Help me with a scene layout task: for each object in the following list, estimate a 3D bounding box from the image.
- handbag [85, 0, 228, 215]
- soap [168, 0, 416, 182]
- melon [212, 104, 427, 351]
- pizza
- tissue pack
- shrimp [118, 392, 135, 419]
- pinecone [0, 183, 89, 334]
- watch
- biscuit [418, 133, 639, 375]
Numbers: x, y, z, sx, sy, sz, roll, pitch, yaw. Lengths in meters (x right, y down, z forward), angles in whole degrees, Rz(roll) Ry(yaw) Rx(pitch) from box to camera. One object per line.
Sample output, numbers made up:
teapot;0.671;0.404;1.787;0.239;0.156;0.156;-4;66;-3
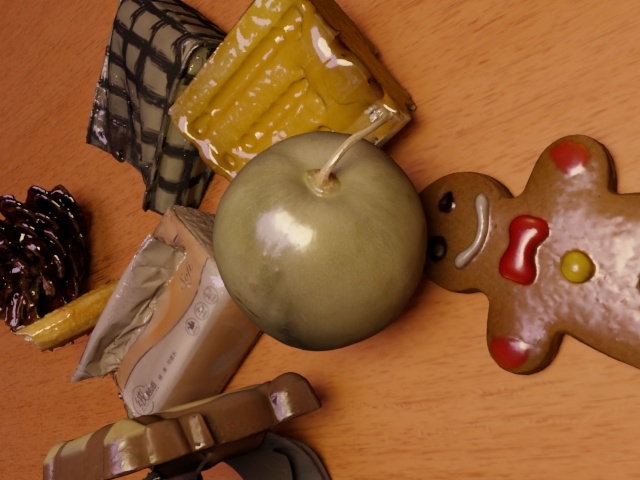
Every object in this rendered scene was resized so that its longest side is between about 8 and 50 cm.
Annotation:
handbag;-0.286;-0.258;1.110;0.325;0.162;0.327;43;119;38
soap;-0.041;-0.185;0.872;0.281;0.143;0.259;-40;90;27
melon;0.002;0.008;0.742;0.271;0.308;0.272;-11;59;19
pizza;-0.450;0.143;1.145;0.287;0.280;0.075;-28;90;46
tissue pack;-0.244;0.123;0.975;0.238;0.238;0.305;47;114;33
shrimp;-0.310;0.318;1.119;0.217;0.051;0.115;44;105;35
pinecone;-0.613;0.044;1.271;0.296;0.242;0.298;-105;36;-57
watch;-0.142;0.373;0.782;0.314;0.335;0.327;-27;74;34
biscuit;0.267;0.025;0.666;0.432;0.064;0.283;22;99;39
